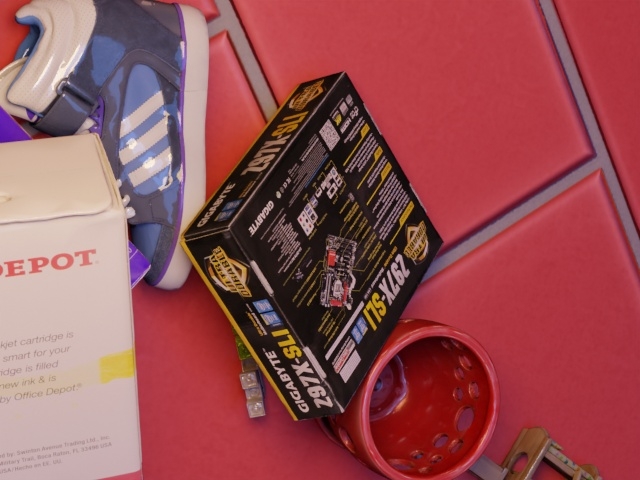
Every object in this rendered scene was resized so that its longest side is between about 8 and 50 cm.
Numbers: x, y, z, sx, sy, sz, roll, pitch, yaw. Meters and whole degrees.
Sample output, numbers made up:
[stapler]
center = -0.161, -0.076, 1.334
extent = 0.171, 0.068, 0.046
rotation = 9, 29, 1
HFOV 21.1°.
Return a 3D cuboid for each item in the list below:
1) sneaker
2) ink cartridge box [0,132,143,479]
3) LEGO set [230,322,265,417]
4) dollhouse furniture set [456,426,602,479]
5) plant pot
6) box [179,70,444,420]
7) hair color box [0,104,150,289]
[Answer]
[sneaker]
center = -0.249, -0.108, 1.842
extent = 0.236, 0.130, 0.323
rotation = 1, 100, -22
[ink cartridge box]
center = -0.320, 0.108, 1.623
extent = 0.279, 0.160, 0.385
rotation = -7, 123, -13
[LEGO set]
center = -0.065, 0.079, 1.994
extent = 0.087, 0.093, 0.227
rotation = -10, 110, 6
[dollhouse furniture set]
center = 0.294, 0.298, 2.168
extent = 0.182, 0.161, 0.101
rotation = 37, 80, -28
[plant pot]
center = 0.090, 0.179, 2.032
extent = 0.191, 0.174, 0.191
rotation = -5, 101, -27
[box]
center = 0.000, 0.000, 1.927
extent = 0.257, 0.079, 0.322
rotation = 60, 39, -24
[hair color box]
center = -0.344, -0.066, 1.756
extent = 0.110, 0.185, 0.339
rotation = -49, 117, -13
